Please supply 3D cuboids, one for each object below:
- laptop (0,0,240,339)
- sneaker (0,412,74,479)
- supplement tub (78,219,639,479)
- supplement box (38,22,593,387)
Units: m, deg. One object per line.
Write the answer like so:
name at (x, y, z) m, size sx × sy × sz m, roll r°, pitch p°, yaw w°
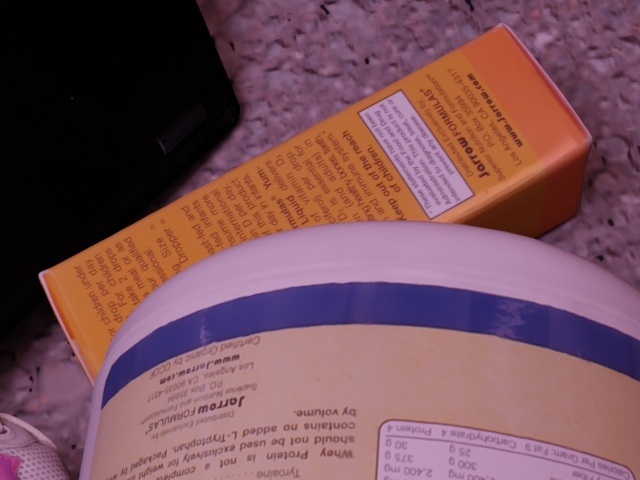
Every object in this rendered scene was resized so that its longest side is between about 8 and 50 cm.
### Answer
laptop at (-0.294, -0.118, 0.597) m, size 0.236 × 0.408 × 0.382 m, roll 14°, pitch 49°, yaw 42°
sneaker at (-0.159, 0.111, 0.569) m, size 0.103 × 0.252 × 0.111 m, roll -26°, pitch 44°, yaw 26°
supplement tub at (0.019, 0.178, 0.478) m, size 0.228 × 0.228 × 0.316 m, roll 2°, pitch 56°, yaw 5°
supplement box at (0.000, 0.000, 0.664) m, size 0.233 × 0.078 × 0.080 m, roll -30°, pitch 68°, yaw -9°
